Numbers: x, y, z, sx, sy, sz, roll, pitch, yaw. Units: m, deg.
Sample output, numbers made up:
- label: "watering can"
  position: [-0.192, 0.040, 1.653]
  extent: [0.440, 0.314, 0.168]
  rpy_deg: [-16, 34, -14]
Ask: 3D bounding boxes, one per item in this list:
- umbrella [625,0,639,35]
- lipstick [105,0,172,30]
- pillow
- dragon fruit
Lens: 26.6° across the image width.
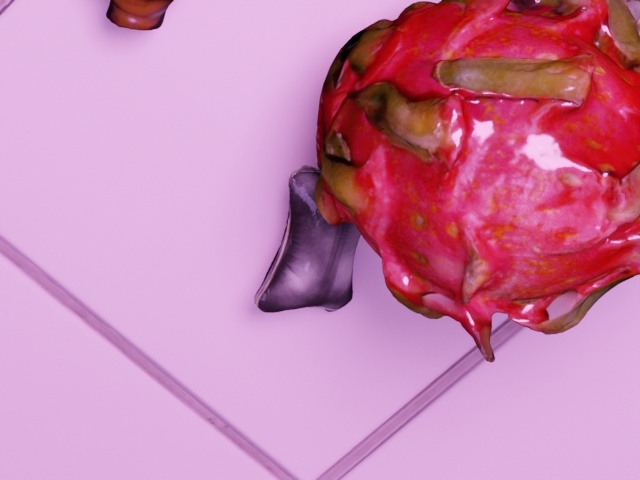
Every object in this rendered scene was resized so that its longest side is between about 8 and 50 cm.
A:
- label: "umbrella"
  position: [0.224, -0.162, 1.038]
  extent: [0.067, 0.062, 0.143]
  rpy_deg: [-8, 122, 22]
- label: "lipstick"
  position: [-0.097, -0.346, 0.922]
  extent: [0.077, 0.077, 0.418]
  rpy_deg: [10, 116, -8]
- label: "pillow"
  position: [0.001, 0.001, 1.103]
  extent: [0.091, 0.055, 0.135]
  rpy_deg: [14, 115, -12]
- label: "dragon fruit"
  position: [0.138, -0.062, 0.972]
  extent: [0.303, 0.237, 0.231]
  rpy_deg: [4, 123, 27]
